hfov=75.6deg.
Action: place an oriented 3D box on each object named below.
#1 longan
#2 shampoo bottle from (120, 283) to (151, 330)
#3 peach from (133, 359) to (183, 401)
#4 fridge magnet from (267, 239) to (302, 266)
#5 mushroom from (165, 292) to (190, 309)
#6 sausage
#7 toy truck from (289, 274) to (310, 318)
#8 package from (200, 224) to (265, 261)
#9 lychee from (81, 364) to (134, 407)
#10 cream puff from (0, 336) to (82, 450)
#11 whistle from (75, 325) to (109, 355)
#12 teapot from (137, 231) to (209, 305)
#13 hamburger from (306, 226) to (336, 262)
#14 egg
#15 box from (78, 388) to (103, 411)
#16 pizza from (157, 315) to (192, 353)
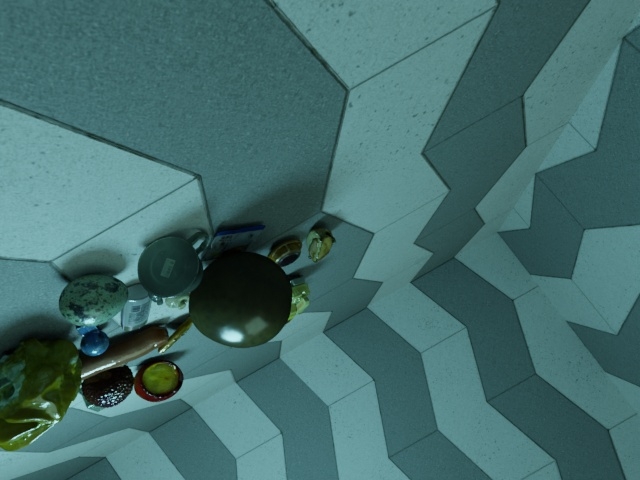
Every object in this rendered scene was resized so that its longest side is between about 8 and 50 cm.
[{"bbox_3d":[-0.247,0.184,1.284,0.319,0.319,0.319,-25,158,-11],"label":"longan"},{"bbox_3d":[-0.581,0.214,1.300,0.086,0.056,0.227,-16,155,-35],"label":"shampoo bottle"},{"bbox_3d":[-0.734,0.636,1.869,0.190,0.196,0.226,-59,168,-18],"label":"peach"},{"bbox_3d":[-0.127,0.048,1.500,0.143,0.063,0.143,-27,156,-13],"label":"fridge magnet"},{"bbox_3d":[-0.476,0.196,1.380,0.083,0.067,0.083,-31,157,-15],"label":"mushroom"},{"bbox_3d":[-0.754,0.414,1.473,0.419,0.094,0.094,-20,-164,-25],"label":"sausage"},{"bbox_3d":[-0.145,0.279,1.860,0.124,0.157,0.272,-10,151,-41],"label":"toy truck"},{"bbox_3d":[-0.273,0.009,1.277,0.171,0.027,0.173,-10,156,-42],"label":"package"},{"bbox_3d":[-0.819,0.564,1.599,0.188,0.188,0.188,-25,158,-11],"label":"lychee"},{"bbox_3d":[-0.850,0.455,1.218,0.323,0.270,0.274,-28,163,1],"label":"cream puff"},{"bbox_3d":[-0.726,0.321,1.318,0.090,0.090,0.158,-20,157,-23],"label":"whistle"},{"bbox_3d":[-0.388,0.077,1.141,0.239,0.162,0.149,-57,171,-11],"label":"teapot"},{"bbox_3d":[0.004,0.000,1.546,0.102,0.087,0.176,-32,154,-28],"label":"hamburger"},{"bbox_3d":[-0.579,0.151,1.064,0.132,0.132,0.172,-42,168,29],"label":"egg"},{"bbox_3d":[-0.959,0.679,1.799,0.124,0.093,0.172,-23,158,-18],"label":"box"},{"bbox_3d":[-0.572,0.382,1.644,0.185,0.036,0.176,-47,180,-31],"label":"pizza"}]
